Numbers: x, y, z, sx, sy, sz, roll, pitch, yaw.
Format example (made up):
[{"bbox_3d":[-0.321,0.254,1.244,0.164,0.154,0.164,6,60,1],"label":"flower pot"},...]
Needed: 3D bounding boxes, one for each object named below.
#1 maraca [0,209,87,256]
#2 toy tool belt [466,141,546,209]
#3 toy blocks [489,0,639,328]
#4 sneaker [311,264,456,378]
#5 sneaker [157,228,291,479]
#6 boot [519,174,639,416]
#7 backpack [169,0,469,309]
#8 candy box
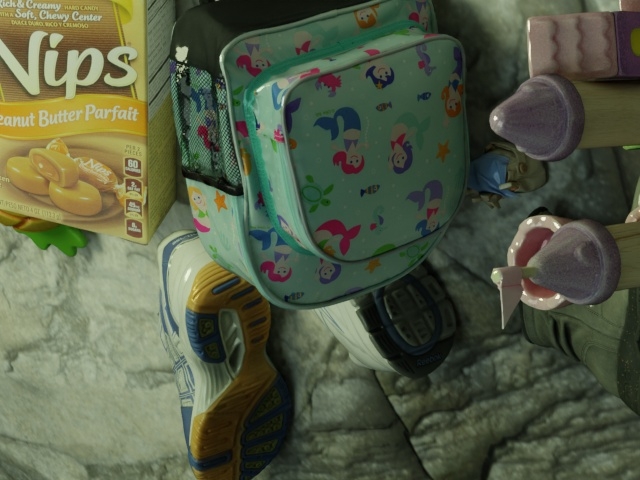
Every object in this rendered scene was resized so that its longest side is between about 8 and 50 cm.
[{"bbox_3d":[-0.317,-0.053,2.061,0.127,0.099,0.186,15,143,34],"label":"maraca"},{"bbox_3d":[0.139,-0.052,1.547,0.083,0.051,0.052,-2,113,51],"label":"toy tool belt"},{"bbox_3d":[0.209,-0.100,1.189,0.309,0.260,0.288,-4,90,51],"label":"toy blocks"},{"bbox_3d":[0.000,0.000,1.712,0.297,0.111,0.129,62,150,-3],"label":"sneaker"},{"bbox_3d":[-0.106,0.118,1.947,0.131,0.112,0.296,46,145,46],"label":"sneaker"},{"bbox_3d":[0.216,0.014,1.485,0.161,0.083,0.246,35,137,39],"label":"boot"},{"bbox_3d":[0.006,-0.073,1.534,0.191,0.225,0.253,34,134,48],"label":"backpack"},{"bbox_3d":[-0.237,-0.159,1.838,0.183,0.087,0.316,13,130,12],"label":"candy box"}]
